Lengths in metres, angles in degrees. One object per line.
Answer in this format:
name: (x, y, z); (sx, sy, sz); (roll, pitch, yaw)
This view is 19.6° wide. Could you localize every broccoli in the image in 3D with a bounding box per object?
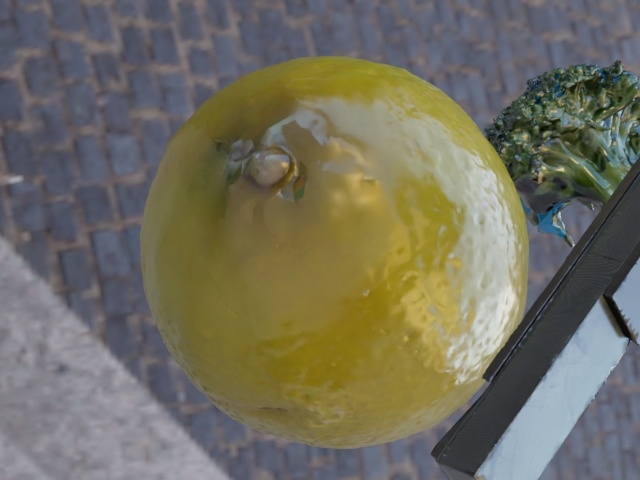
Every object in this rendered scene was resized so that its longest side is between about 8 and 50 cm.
broccoli: (0.206, -0.056, 1.397); (0.167, 0.154, 0.160); (43, 19, -50)

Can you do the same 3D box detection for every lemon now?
lemon: (0.000, 0.000, 1.130); (0.219, 0.240, 0.240); (44, 48, -56)

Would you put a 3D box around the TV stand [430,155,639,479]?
TV stand: (0.151, 0.033, 0.988); (0.256, 0.040, 0.049); (-52, 135, -19)
